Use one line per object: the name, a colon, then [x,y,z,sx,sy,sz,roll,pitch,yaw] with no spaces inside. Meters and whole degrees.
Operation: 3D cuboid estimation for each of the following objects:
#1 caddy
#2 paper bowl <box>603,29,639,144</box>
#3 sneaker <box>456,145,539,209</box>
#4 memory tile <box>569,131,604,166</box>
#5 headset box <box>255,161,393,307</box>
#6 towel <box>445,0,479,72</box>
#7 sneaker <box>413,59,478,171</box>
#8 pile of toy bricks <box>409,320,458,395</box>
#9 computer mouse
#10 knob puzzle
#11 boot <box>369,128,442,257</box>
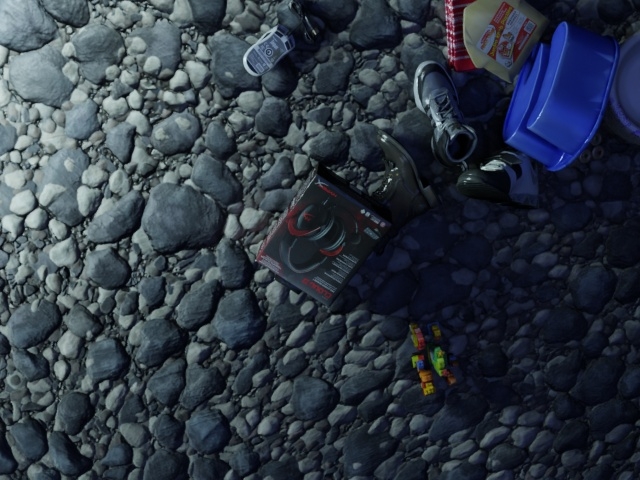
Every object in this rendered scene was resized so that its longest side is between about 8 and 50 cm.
caddy: [0.569,-0.330,1.686,0.179,0.241,0.341,22,77,-10]
paper bowl: [0.813,-0.367,1.764,0.284,0.148,0.284,0,92,2]
sneaker: [0.428,-0.163,1.745,0.330,0.122,0.146,6,92,-53]
memory tile: [0.653,-0.246,1.863,0.148,0.012,0.113,-16,107,-5]
headset box: [0.000,0.000,1.733,0.218,0.110,0.293,34,109,-9]
towel: [0.393,-0.547,1.726,0.198,0.031,0.275,-9,106,-8]
sneaker: [0.302,-0.290,1.715,0.101,0.153,0.269,-19,108,-3]
pile of toy bricks: [0.305,0.318,1.909,0.118,0.105,0.212,-14,107,-6]
computer mouse: [-0.099,-0.452,1.661,0.193,0.042,0.106,-40,113,-3]
knob puzzle: [0.414,-0.492,1.712,0.213,0.030,0.213,-3,106,-10]
boot: [0.145,-0.112,1.776,0.229,0.091,0.263,-34,101,9]
